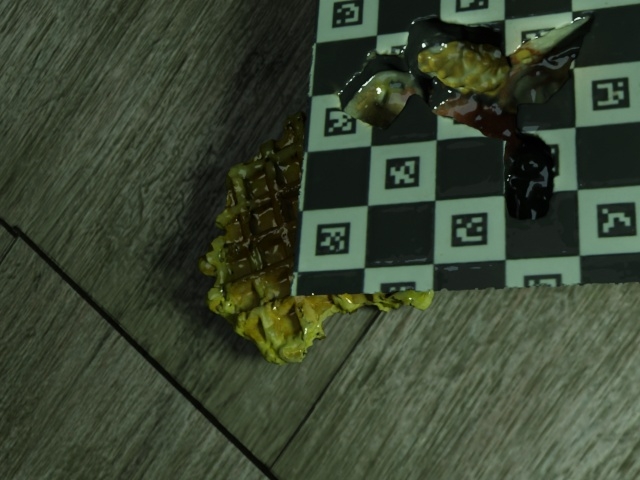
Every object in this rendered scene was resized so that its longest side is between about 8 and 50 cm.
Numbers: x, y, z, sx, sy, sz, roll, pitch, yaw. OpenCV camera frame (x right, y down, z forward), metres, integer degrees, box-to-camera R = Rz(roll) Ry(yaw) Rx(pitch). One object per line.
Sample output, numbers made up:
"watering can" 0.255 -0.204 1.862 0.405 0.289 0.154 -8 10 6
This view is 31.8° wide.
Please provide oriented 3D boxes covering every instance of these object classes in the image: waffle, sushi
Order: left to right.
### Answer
"waffle" 0.001 0.001 1.120 0.291 0.051 0.291 -9 70 25
"sushi" 0.155 -0.107 1.052 0.343 0.064 0.359 -4 64 17
